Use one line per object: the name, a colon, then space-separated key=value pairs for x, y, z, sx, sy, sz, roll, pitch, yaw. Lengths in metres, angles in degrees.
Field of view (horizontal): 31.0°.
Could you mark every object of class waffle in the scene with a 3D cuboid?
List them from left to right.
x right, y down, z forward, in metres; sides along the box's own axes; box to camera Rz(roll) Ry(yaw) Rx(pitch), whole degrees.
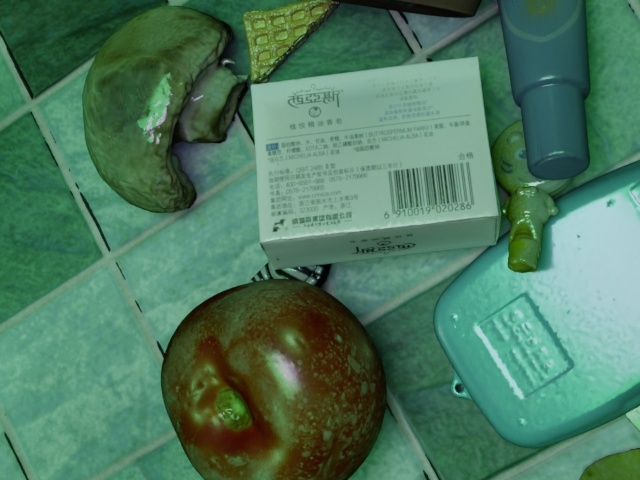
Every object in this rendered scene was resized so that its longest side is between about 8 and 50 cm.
waffle: x=-0.024 y=-0.264 z=1.489 sx=0.152 sy=0.023 sz=0.098 roll=-12 pitch=85 yaw=16

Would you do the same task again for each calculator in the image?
calculator: x=0.312 y=0.078 z=1.350 sx=0.386 sy=0.054 sz=0.256 roll=-36 pitch=77 yaw=16

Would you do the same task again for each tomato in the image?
tomato: x=-0.046 y=0.173 z=1.367 sx=0.270 sy=0.222 sz=0.270 roll=7 pitch=103 yaw=36

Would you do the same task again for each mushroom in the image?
mushroom: x=-0.220 y=-0.180 z=1.473 sx=0.189 sy=0.164 sz=0.267 roll=26 pitch=95 yaw=16

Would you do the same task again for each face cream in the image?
face cream: x=0.261 y=-0.258 z=1.350 sx=0.135 sy=0.086 sz=0.386 roll=-8 pitch=67 yaw=17

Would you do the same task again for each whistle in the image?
whistle: x=0.247 y=-0.053 z=1.346 sx=0.104 sy=0.057 sz=0.198 roll=-1 pitch=65 yaw=22

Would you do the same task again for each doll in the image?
doll: x=0.000 y=0.000 z=1.443 sx=0.219 sy=0.067 sz=0.091 roll=-42 pitch=64 yaw=9

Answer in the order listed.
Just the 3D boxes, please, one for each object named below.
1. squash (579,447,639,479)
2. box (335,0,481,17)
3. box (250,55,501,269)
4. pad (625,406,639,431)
squash: x=0.413 y=0.347 z=1.317 sx=0.236 sy=0.155 sz=0.204 roll=-33 pitch=115 yaw=13
box: x=0.084 y=-0.378 z=1.329 sx=0.300 sy=0.301 sz=0.216 roll=13 pitch=101 yaw=18
box: x=0.062 y=-0.088 z=1.357 sx=0.274 sy=0.116 sz=0.203 roll=-7 pitch=71 yaw=5
pad: x=0.489 y=0.245 z=1.305 sx=0.159 sy=0.009 sz=0.265 roll=-43 pitch=75 yaw=11
